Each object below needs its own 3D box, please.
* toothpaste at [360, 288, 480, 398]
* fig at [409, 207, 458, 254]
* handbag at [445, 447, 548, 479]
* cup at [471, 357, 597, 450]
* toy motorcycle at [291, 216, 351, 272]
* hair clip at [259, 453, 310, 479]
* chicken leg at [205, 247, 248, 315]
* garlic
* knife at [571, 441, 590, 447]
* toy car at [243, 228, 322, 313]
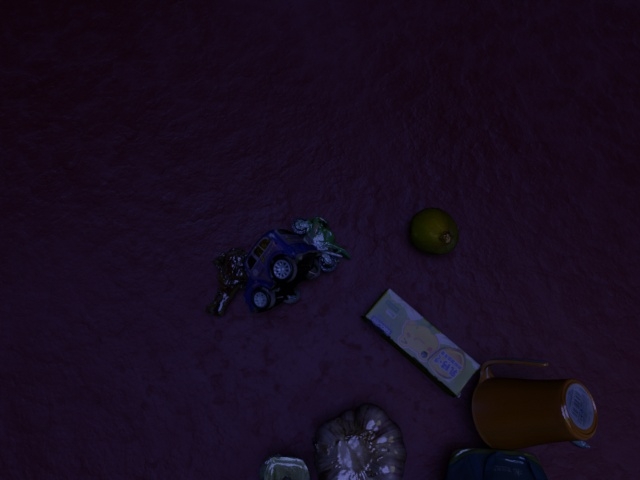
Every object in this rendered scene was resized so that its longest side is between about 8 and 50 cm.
[{"bbox_3d":[0.267,0.276,1.279,0.327,0.077,0.110,40,76,9],"label":"toothpaste"},{"bbox_3d":[0.326,-0.024,1.341,0.136,0.121,0.153,-47,57,-6],"label":"fig"},{"bbox_3d":[0.425,0.636,1.078,0.263,0.241,0.222,8,106,-2],"label":"handbag"},{"bbox_3d":[0.508,0.396,1.150,0.182,0.264,0.226,-6,74,-34],"label":"cup"},{"bbox_3d":[0.000,0.000,1.357,0.106,0.074,0.190,-32,78,-17],"label":"toy motorcycle"},{"bbox_3d":[-0.091,0.692,1.163,0.138,0.091,0.321,5,86,1],"label":"hair clip"},{"bbox_3d":[-0.253,0.118,1.320,0.125,0.080,0.196,3,83,10],"label":"chicken leg"},{"bbox_3d":[0.102,0.535,1.175,0.245,0.160,0.245,-7,66,17],"label":"garlic"},{"bbox_3d":[0.632,0.488,1.260,0.210,0.015,0.028,42,73,9],"label":"knife"},{"bbox_3d":[-0.121,0.081,1.263,0.158,0.172,0.235,44,106,20],"label":"toy car"}]
